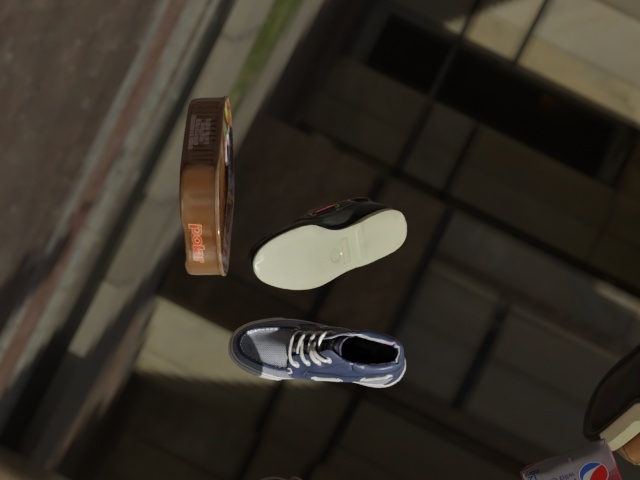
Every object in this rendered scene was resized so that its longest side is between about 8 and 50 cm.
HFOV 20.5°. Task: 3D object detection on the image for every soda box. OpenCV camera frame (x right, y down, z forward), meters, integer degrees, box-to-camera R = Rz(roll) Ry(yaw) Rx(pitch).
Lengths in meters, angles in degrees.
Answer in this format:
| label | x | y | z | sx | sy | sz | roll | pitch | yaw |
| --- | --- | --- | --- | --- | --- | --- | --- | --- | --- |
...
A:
| label | x | y | z | sx | sy | sz | roll | pitch | yaw |
| --- | --- | --- | --- | --- | --- | --- | --- | --- | --- |
| soda box | 0.248 | 0.291 | 1.585 | 0.263 | 0.083 | 0.092 | 67 | 6 | -49 |

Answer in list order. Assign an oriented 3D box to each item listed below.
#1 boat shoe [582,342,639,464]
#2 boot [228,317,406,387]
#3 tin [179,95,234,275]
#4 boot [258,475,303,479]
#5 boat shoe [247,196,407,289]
| label | x | y | z | sx | sy | sz | roll | pitch | yaw |
| --- | --- | --- | --- | --- | --- | --- | --- | --- | --- |
| boat shoe | 0.344 | 0.108 | 1.488 | 0.307 | 0.104 | 0.111 | -46 | -160 | 57 |
| boot | -0.004 | 0.111 | 1.844 | 0.086 | 0.190 | 0.069 | 85 | 10 | -75 |
| tin | -0.094 | -0.048 | 1.478 | 0.190 | 0.040 | 0.106 | -89 | -179 | -56 |
| boot | -0.254 | 0.269 | 1.609 | 0.146 | 0.445 | 0.367 | -63 | 180 | 44 |
| boat shoe | 0.000 | 0.002 | 1.293 | 0.133 | 0.042 | 0.049 | -18 | 117 | -33 |
